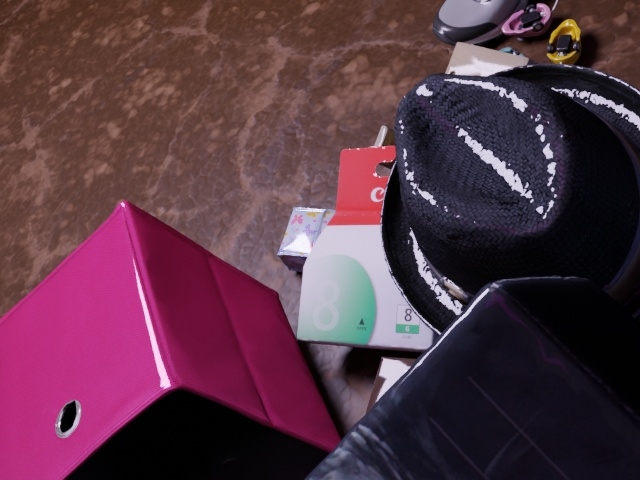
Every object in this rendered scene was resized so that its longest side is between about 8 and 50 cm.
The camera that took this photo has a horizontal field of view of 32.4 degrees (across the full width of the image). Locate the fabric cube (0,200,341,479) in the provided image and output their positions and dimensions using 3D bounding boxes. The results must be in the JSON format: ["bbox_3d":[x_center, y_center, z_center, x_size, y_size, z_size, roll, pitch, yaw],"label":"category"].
[{"bbox_3d":[-0.171,0.168,1.132,0.254,0.259,0.258,-41,44,17],"label":"fabric cube"}]

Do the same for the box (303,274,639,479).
[{"bbox_3d":[0.141,0.348,0.629,0.480,0.297,0.472,45,105,17],"label":"box"}]

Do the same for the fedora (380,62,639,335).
[{"bbox_3d":[0.169,-0.058,1.007,0.334,0.152,0.334,-16,57,27],"label":"fedora"}]

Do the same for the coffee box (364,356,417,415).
[{"bbox_3d":[0.102,0.244,1.046,0.141,0.098,0.246,0,58,31],"label":"coffee box"}]

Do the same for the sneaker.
[{"bbox_3d":[0.241,-0.357,1.400,0.271,0.108,0.100,-44,49,-2],"label":"sneaker"}]

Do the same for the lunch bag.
[{"bbox_3d":[0.000,0.000,1.322,0.083,0.053,0.071,7,63,25],"label":"lunch bag"}]

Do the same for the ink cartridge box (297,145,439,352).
[{"bbox_3d":[0.066,0.004,1.175,0.181,0.056,0.224,0,84,40],"label":"ink cartridge box"}]

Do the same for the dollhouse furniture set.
[{"bbox_3d":[0.189,-0.074,1.234,0.212,0.161,0.242,24,94,41],"label":"dollhouse furniture set"}]

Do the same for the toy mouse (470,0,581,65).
[{"bbox_3d":[0.253,-0.238,1.356,0.143,0.031,0.161,-4,56,29],"label":"toy mouse"}]

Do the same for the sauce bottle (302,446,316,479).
[{"bbox_3d":[0.002,0.248,1.146,0.042,0.042,0.128,-26,50,13],"label":"sauce bottle"}]
